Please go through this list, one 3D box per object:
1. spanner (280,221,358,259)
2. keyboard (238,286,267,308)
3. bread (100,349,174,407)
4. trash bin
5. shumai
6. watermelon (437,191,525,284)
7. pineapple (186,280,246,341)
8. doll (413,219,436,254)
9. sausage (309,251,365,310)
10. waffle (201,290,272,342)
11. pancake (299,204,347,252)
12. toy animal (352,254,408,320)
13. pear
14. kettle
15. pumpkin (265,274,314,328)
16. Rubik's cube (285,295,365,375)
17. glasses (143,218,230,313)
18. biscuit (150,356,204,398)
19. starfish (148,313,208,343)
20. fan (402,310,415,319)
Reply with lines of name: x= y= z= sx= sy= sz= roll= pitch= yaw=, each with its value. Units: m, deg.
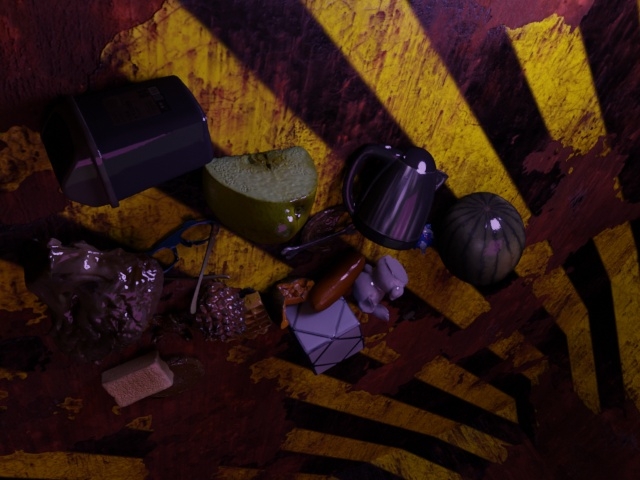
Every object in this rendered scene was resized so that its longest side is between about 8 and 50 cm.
spanner: x=0.000 y=0.000 z=1.754 sx=0.254 sy=0.015 sz=0.054 roll=-21 pitch=144 yaw=-12
keyboard: x=-0.194 y=0.193 z=1.883 sx=0.060 sy=0.018 sz=0.195 roll=-33 pitch=145 yaw=15
bread: x=-0.564 y=0.429 z=1.828 sx=0.188 sy=0.068 sz=0.125 roll=-24 pitch=123 yaw=-3
trash bin: x=-0.374 y=-0.194 z=1.141 sx=0.290 sy=0.209 sz=0.182 roll=-23 pitch=143 yaw=-19
shumai: x=-0.556 y=0.130 z=1.386 sx=0.346 sy=0.217 sz=0.283 roll=-33 pitch=145 yaw=13
watermelon: x=0.526 y=0.003 z=1.935 sx=0.279 sy=0.279 sz=0.359 roll=-23 pitch=140 yaw=-10
pineapple: x=-0.285 y=0.214 z=1.698 sx=0.193 sy=0.166 sz=0.166 roll=38 pitch=109 yaw=-26
doll: x=0.335 y=-0.020 z=1.955 sx=0.096 sy=0.070 sz=0.195 roll=-9 pitch=137 yaw=9
sausage: x=0.052 y=0.132 z=1.880 sx=0.238 sy=0.098 sz=0.098 roll=-48 pitch=146 yaw=-13
waffle: x=-0.271 y=0.268 z=1.876 sx=0.219 sy=0.057 sz=0.229 roll=-20 pitch=147 yaw=-5
pancake: x=0.022 y=-0.028 z=1.766 sx=0.184 sy=0.020 sz=0.190 roll=-27 pitch=144 yaw=-7
toy animal: x=0.201 y=0.157 z=1.977 sx=0.127 sy=0.178 sz=0.193 roll=22 pitch=118 yaw=-45
pear: x=-0.122 y=-0.093 z=1.403 sx=0.292 sy=0.292 sz=0.159 roll=-11 pitch=131 yaw=-24
kettle: x=0.211 y=-0.147 z=1.644 sx=0.207 sy=0.251 sz=0.271 roll=-32 pitch=151 yaw=-55
pumpkin: x=-0.109 y=0.177 z=1.840 sx=0.183 sy=0.108 sz=0.119 roll=-48 pitch=155 yaw=-33
Rubik's cube: x=0.008 y=0.291 z=1.967 sx=0.207 sy=0.205 sz=0.205 roll=-28 pitch=147 yaw=-7
glasses: x=-0.335 y=0.073 z=1.534 sx=0.239 sy=0.207 sz=0.102 roll=-32 pitch=179 yaw=10
biscuit: x=-0.496 y=0.454 z=1.963 sx=0.226 sy=0.042 sz=0.226 roll=-18 pitch=141 yaw=-15
starfish: x=-0.422 y=0.258 z=1.717 sx=0.190 sy=0.074 sz=0.146 roll=1 pitch=145 yaw=0
fan: x=0.372 y=0.312 z=2.427 sx=0.056 sy=0.004 sz=0.083 roll=-41 pitch=143 yaw=13
